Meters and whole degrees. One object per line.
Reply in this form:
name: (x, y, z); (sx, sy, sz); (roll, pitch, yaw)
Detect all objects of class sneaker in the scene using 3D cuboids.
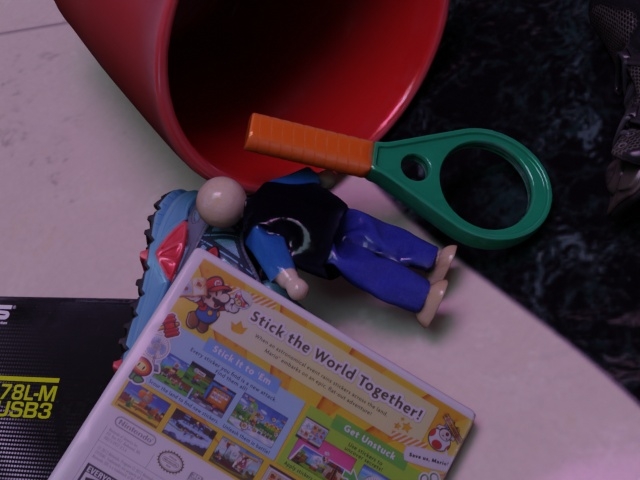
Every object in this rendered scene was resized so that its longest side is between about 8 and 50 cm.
sneaker: (0.238, -0.098, 1.000); (0.130, 0.087, 0.227); (-27, 60, -7)
sneaker: (-0.072, 0.069, 0.992); (0.125, 0.104, 0.262); (-4, 59, 14)

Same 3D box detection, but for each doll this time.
doll: (0.000, 0.000, 0.985); (0.189, 0.046, 0.129); (23, 45, -2)

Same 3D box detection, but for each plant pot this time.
plant pot: (-0.076, -0.203, 1.082); (0.275, 0.275, 0.243); (-45, 47, -11)

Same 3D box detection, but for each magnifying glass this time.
magnifying glass: (0.058, -0.052, 1.004); (0.231, 0.026, 0.092); (14, 63, -11)

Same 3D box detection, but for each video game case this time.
video game case: (-0.039, 0.146, 0.918); (0.227, 0.026, 0.206); (31, 71, 1)

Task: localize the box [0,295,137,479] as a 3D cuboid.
box: (-0.226, 0.131, 1.040); (0.190, 0.045, 0.184); (1, 63, 18)
